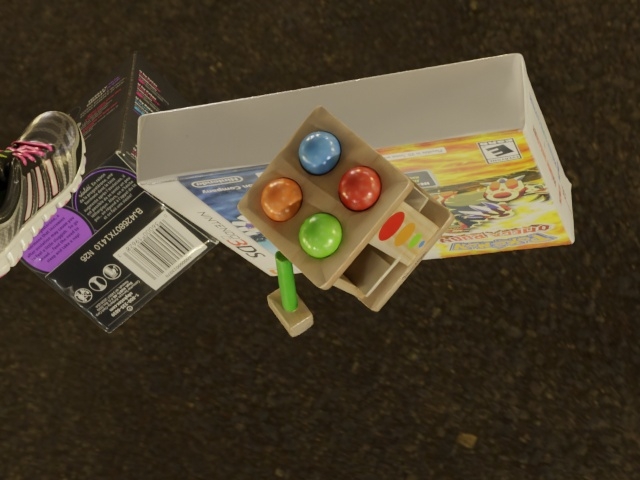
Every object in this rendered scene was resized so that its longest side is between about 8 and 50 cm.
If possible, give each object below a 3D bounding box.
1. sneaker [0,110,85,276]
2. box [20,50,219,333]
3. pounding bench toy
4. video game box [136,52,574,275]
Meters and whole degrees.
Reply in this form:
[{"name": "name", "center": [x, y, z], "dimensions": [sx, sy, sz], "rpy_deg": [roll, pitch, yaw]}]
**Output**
[{"name": "sneaker", "center": [-0.235, -0.050, 0.820], "dimensions": [0.063, 0.075, 0.170], "rpy_deg": [10, 50, 18]}, {"name": "box", "center": [-0.212, -0.060, 1.153], "dimensions": [0.165, 0.143, 0.270], "rpy_deg": [-38, 27, 16]}, {"name": "pounding bench toy", "center": [0.000, 0.000, 0.427], "dimensions": [0.052, 0.065, 0.083], "rpy_deg": [42, 97, 26]}, {"name": "video game box", "center": [0.029, -0.032, 0.609], "dimensions": [0.205, 0.187, 0.048], "rpy_deg": [-7, 73, 19]}]
